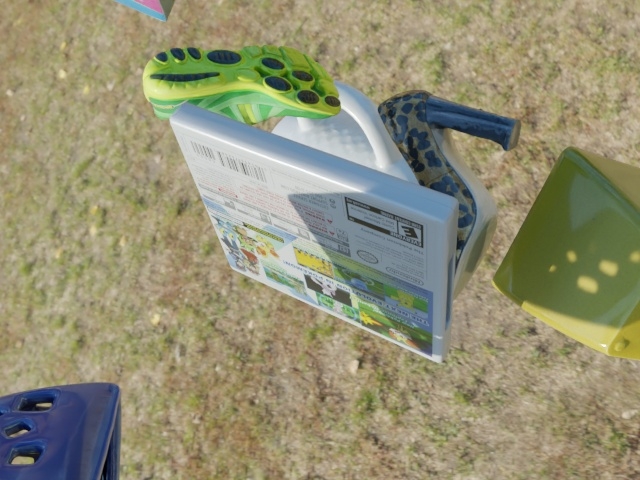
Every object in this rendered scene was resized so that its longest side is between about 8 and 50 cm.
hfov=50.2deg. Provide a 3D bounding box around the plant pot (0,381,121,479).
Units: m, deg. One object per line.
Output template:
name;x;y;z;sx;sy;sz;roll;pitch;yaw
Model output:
plant pot;-0.293;0.273;0.583;0.236;0.212;0.235;-106;22;-66

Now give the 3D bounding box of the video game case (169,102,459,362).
video game case;0.000;0.000;0.797;0.329;0.299;0.036;22;61;23

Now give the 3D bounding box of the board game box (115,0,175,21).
board game box;-0.202;-0.271;0.436;0.303;0.224;0.097;-173;105;-86

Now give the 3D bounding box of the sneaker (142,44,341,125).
sneaker;-0.116;-0.224;1.035;0.123;0.296;0.109;117;153;-62

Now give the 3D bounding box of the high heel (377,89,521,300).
high heel;0.135;-0.057;0.887;0.186;0.093;0.261;22;108;28

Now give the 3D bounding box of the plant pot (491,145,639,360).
plant pot;0.381;0.037;0.840;0.187;0.212;0.212;-116;43;-56

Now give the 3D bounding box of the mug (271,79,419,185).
mug;0.069;-0.125;1.245;0.276;0.374;0.328;-40;42;-20
